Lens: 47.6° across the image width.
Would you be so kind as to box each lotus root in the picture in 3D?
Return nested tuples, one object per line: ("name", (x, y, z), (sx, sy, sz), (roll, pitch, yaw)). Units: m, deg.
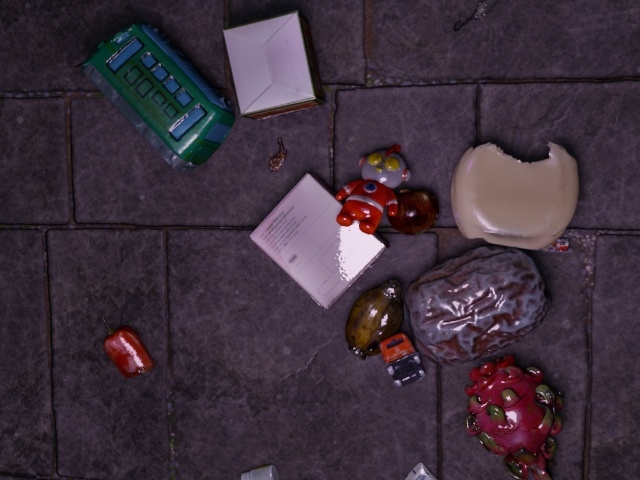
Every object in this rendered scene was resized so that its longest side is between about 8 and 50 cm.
("lotus root", (0.127, 0.177, 1.655), (0.120, 0.120, 0.209), (28, 104, 7))

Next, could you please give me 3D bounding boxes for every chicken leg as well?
("chicken leg", (-0.097, -0.197, 1.705), (0.036, 0.021, 0.083), (25, 99, 17))

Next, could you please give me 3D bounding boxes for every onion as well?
("onion", (0.205, -0.066, 1.618), (0.117, 0.118, 0.118), (-27, 90, 16))

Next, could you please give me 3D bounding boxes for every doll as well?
("doll", (0.124, -0.123, 1.601), (0.142, 0.076, 0.245), (21, 65, 18))

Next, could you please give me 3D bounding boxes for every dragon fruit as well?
("dragon fruit", (0.423, 0.392, 1.592), (0.219, 0.198, 0.272), (-15, 118, -16))

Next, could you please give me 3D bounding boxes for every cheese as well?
("cheese", (0.414, -0.100, 1.559), (0.266, 0.127, 0.233), (12, 88, 6))

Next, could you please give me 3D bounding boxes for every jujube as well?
("jujube", (0.335, 0.138, 1.565), (0.317, 0.226, 0.225), (-22, 91, 7))

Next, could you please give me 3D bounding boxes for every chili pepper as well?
("chili pepper", (-0.493, 0.255, 1.800), (0.086, 0.084, 0.192), (-33, 92, -20))

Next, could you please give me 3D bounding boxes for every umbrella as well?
("umbrella", (0.396, -0.537, 1.574), (0.269, 0.044, 0.044), (-37, 62, 3))

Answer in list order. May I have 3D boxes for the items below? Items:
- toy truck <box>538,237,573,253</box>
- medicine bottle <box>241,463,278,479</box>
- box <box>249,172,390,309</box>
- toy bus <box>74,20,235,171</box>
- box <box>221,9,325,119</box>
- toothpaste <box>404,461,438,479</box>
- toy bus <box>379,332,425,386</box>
("toy truck", (0.516, 0.011, 1.606), (0.083, 0.024, 0.031), (3, 119, 13))
("medicine bottle", (-0.149, 0.581, 1.782), (0.083, 0.047, 0.047), (-17, 92, 13))
("box", (0.000, 0.000, 1.664), (0.252, 0.106, 0.203), (43, 102, 3))
("toy bus", (-0.361, -0.334, 1.660), (0.199, 0.183, 0.343), (-44, 87, 9))
("box", (-0.100, -0.385, 1.622), (0.178, 0.148, 0.194), (-12, 93, 9))
("toothpaste", (0.305, 0.621, 1.703), (0.239, 0.039, 0.062), (41, 97, 6))
("toy bus", (0.183, 0.270, 1.631), (0.079, 0.174, 0.077), (-25, 60, 2))
